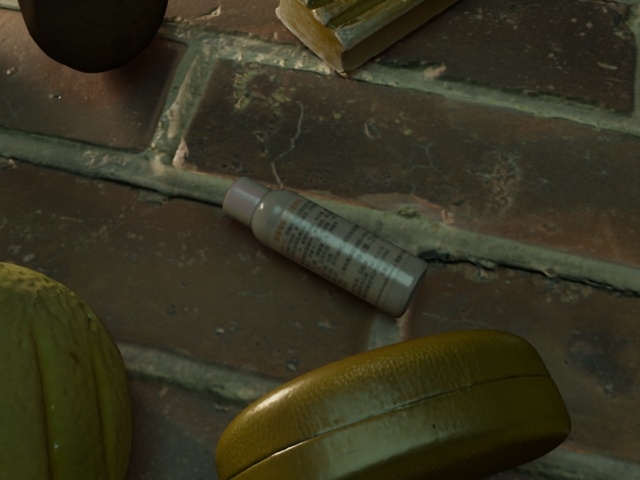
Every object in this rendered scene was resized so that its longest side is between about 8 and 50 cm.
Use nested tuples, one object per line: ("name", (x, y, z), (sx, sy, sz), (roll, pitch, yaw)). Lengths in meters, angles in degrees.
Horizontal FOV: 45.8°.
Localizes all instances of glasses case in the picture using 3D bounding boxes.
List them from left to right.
("glasses case", (0.073, 0.195, 0.796), (0.372, 0.173, 0.141), (-16, 60, -9))

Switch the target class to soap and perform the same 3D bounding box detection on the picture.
("soap", (0.085, -0.386, 1.145), (0.274, 0.089, 0.173), (-36, 68, -18))

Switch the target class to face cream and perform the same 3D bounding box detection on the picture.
("face cream", (0.000, 0.000, 0.947), (0.269, 0.082, 0.082), (29, 66, 13))

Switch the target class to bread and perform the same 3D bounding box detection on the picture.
("bread", (-0.329, 0.178, 0.727), (0.238, 0.320, 0.320), (-11, 62, 12))

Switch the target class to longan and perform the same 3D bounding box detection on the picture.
("longan", (-0.322, -0.366, 1.043), (0.215, 0.246, 0.246), (-25, 62, 21))
